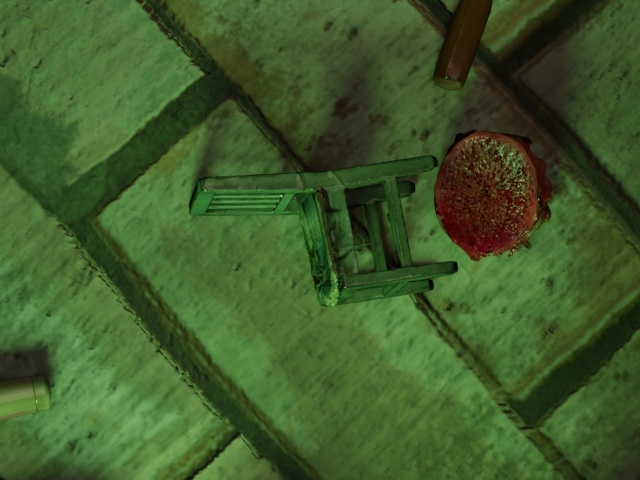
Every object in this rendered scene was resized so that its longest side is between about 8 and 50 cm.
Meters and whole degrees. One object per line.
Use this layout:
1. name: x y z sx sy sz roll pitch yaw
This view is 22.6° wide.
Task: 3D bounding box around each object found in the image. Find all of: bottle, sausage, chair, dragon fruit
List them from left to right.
1. bottle: -0.343 0.173 1.735 0.096 0.045 0.045 -10 82 -12
2. chair: 0.000 0.000 1.777 0.270 0.136 0.147 -7 80 -12
3. sausage: 0.170 -0.243 1.899 0.041 0.039 0.131 21 78 -3
4. dragon fruit: 0.215 -0.056 1.850 0.111 0.153 0.153 3 75 -53
